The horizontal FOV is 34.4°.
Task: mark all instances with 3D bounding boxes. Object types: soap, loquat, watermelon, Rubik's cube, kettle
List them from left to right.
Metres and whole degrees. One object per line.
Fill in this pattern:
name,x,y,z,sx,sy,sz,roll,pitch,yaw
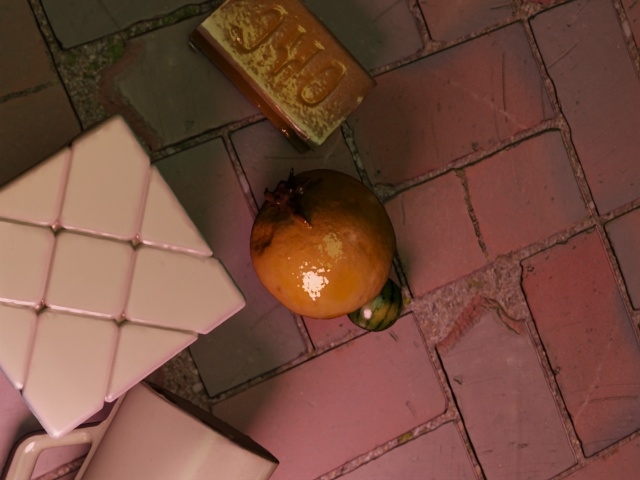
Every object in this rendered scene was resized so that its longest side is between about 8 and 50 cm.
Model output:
Rubik's cube,-0.344,0.045,1.462,0.319,0.316,0.322,-36,101,-15
kettle,-0.306,0.399,1.530,0.361,0.250,0.376,29,83,5
soap,-0.059,-0.292,1.680,0.274,0.089,0.173,45,76,-14
loquat,0.000,0.000,1.621,0.244,0.244,0.244,0,89,-18
watermelon,0.090,0.099,1.721,0.109,0.109,0.109,0,89,-18
